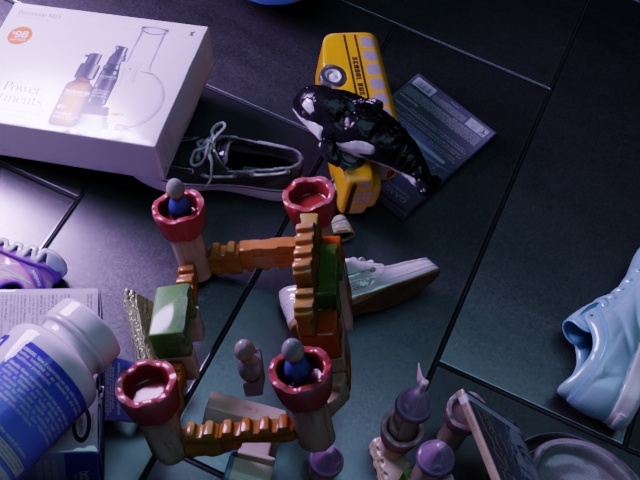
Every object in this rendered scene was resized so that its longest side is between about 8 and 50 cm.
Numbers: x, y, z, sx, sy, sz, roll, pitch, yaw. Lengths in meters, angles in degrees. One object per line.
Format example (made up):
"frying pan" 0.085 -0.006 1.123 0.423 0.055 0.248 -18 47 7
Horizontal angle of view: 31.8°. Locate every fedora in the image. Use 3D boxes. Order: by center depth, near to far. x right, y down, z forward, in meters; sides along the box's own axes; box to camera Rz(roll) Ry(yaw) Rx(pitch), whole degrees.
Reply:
"fedora" 0.402 0.395 1.701 0.275 0.124 0.243 33 59 11

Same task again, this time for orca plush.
"orca plush" 0.081 -0.182 1.863 0.151 0.102 0.287 -34 70 -28

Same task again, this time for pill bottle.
"pill bottle" -0.396 0.207 1.494 0.152 0.152 0.272 36 60 13

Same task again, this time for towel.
"towel" -0.264 0.151 1.760 0.027 0.110 0.148 -27 61 14

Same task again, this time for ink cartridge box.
"ink cartridge box" -0.455 0.218 1.650 0.396 0.151 0.270 -1 60 -9

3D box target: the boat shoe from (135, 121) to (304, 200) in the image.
"boat shoe" -0.181 -0.140 1.949 0.306 0.105 0.113 12 57 -2

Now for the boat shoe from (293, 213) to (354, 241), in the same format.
"boat shoe" 0.000 0.000 1.925 0.135 0.050 0.045 -29 62 -24

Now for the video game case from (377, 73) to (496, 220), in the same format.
"video game case" 0.169 -0.178 2.081 0.196 0.026 0.274 40 61 15

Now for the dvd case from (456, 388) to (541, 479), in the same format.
"dvd case" 0.273 0.326 1.585 0.018 0.164 0.221 -36 46 18

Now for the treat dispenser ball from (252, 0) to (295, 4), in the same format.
"treat dispenser ball" -0.086 -0.594 2.142 0.288 0.288 0.288 4 58 -7

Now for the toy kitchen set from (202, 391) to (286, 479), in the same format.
"toy kitchen set" -0.139 0.355 1.673 0.122 0.166 0.207 16 20 0

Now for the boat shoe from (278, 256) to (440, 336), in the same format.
"boat shoe" 0.063 0.068 1.864 0.277 0.098 0.096 -17 63 -18

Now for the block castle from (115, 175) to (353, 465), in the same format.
"block castle" -0.115 0.091 1.655 0.303 0.212 0.453 -5 41 6

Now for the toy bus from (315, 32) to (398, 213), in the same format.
"toy bus" 0.063 -0.212 2.007 0.130 0.108 0.332 -3 58 -13

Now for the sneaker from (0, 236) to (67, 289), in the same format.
"sneaker" -0.529 0.046 1.786 0.236 0.095 0.104 17 65 0

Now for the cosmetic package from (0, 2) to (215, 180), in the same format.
"cosmetic package" -0.405 -0.265 1.951 0.377 0.097 0.284 9 54 12

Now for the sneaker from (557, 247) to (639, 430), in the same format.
"sneaker" 0.492 0.128 1.879 0.150 0.135 0.366 24 56 2

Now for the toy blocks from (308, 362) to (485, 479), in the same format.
"toy blocks" 0.135 0.360 1.597 0.309 0.260 0.288 -8 61 -15
